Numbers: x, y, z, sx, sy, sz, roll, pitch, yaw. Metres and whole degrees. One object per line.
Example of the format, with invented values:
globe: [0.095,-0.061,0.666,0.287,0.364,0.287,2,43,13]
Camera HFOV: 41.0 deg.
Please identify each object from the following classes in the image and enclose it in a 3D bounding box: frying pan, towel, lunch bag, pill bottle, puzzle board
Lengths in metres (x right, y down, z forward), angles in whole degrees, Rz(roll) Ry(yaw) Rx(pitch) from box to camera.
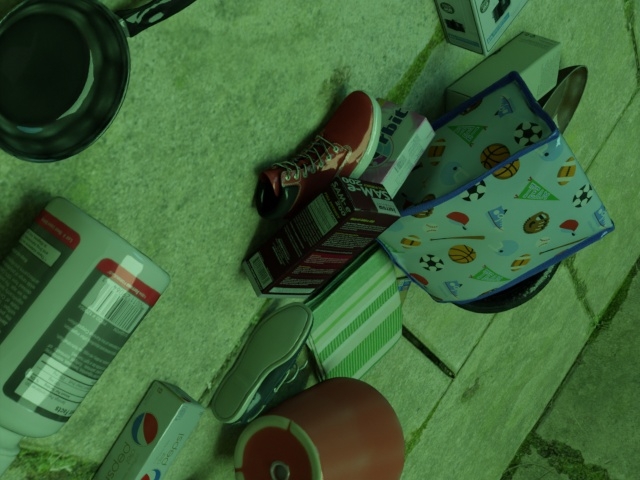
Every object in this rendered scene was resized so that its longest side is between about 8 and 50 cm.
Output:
frying pan: [-0.263,-0.236,0.958,0.326,0.053,0.197,-58,148,-7]
towel: [0.069,0.172,1.740,0.248,0.038,0.324,-41,142,-20]
lunch bag: [0.291,-0.071,1.605,0.385,0.239,0.328,-34,131,15]
pill bottle: [-0.340,0.121,1.019,0.318,0.176,0.176,-54,147,-9]
puzzle board: [0.148,0.126,1.846,0.128,0.011,0.096,-6,119,-53]

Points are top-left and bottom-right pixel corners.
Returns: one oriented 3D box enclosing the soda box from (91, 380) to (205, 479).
soda box: [-0.281,0.337,1.369,0.216,0.074,0.069,-58,148,-3]

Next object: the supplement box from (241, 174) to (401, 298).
supplement box: [0.000,0.000,1.385,0.239,0.073,0.130,-41,153,28]

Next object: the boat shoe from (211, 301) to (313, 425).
boat shoe: [-0.090,0.223,1.519,0.254,0.095,0.079,-57,146,-2]

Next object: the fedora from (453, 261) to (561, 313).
fedora: [0.369,-0.012,1.861,0.334,0.334,0.152,-64,178,6]

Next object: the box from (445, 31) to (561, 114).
box: [0.370,-0.309,1.724,0.275,0.094,0.113,-37,141,-31]

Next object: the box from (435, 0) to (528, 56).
box: [0.268,-0.476,1.459,0.169,0.087,0.290,-52,147,-13]

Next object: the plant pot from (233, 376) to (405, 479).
plant pot: [-0.013,0.405,1.597,0.243,0.275,0.275,1,114,-57]

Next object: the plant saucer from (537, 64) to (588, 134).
plant saucer: [0.505,-0.266,1.946,0.310,0.050,0.310,-43,155,-27]

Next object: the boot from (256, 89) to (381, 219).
boot: [-0.007,-0.136,1.360,0.176,0.088,0.244,8,112,-54]

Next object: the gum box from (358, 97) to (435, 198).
gum box: [0.104,-0.150,1.475,0.188,0.107,0.062,-55,148,-7]
